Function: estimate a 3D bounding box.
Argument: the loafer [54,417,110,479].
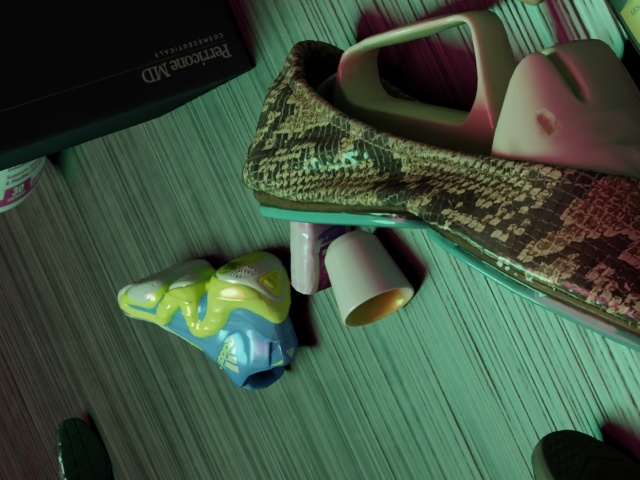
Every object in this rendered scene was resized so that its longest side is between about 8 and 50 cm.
[{"bbox_3d":[-0.280,0.288,1.978,0.061,0.062,0.170,4,112,60],"label":"loafer"}]

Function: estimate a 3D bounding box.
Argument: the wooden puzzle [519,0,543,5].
[{"bbox_3d":[0.016,-0.338,1.085,0.348,0.080,0.322,20,128,35],"label":"wooden puzzle"}]

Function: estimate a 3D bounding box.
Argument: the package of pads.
[{"bbox_3d":[0.000,0.000,1.385,0.032,0.050,0.083,33,134,43],"label":"package of pads"}]

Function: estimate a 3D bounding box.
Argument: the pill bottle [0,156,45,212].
[{"bbox_3d":[-0.342,-0.167,1.688,0.160,0.160,0.283,53,146,22],"label":"pill bottle"}]

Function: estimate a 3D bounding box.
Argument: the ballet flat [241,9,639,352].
[{"bbox_3d":[0.109,-0.060,1.110,0.483,0.164,0.182,21,106,52],"label":"ballet flat"}]

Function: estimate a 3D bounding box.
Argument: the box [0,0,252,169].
[{"bbox_3d":[-0.285,-0.220,1.397,0.179,0.343,0.312,-19,92,57],"label":"box"}]

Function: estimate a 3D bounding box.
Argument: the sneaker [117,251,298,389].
[{"bbox_3d":[-0.104,0.084,1.556,0.240,0.091,0.126,-8,103,57],"label":"sneaker"}]

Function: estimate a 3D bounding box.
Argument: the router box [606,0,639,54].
[{"bbox_3d":[0.259,-0.194,0.847,0.243,0.081,0.309,62,148,10],"label":"router box"}]

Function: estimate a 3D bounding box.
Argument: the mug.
[{"bbox_3d":[0.031,0.031,1.353,0.078,0.062,0.064,-51,58,48],"label":"mug"}]

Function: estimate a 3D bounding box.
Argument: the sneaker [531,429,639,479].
[{"bbox_3d":[0.216,0.244,1.180,0.227,0.087,0.130,47,137,21],"label":"sneaker"}]
